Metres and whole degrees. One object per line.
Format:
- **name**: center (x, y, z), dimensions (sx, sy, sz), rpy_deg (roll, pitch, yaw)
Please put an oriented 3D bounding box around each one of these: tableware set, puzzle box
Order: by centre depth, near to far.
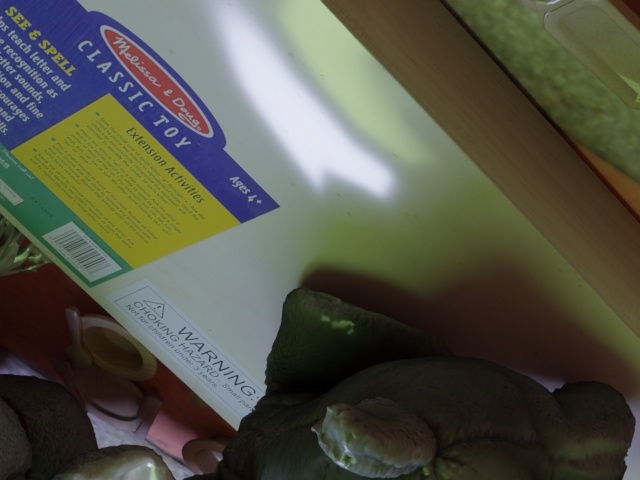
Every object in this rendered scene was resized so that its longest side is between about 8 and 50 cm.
- **puzzle box**: center (0.000, 0.000, 0.715), dimensions (0.409, 0.052, 0.272), rpy_deg (45, 142, -20)
- **tableware set**: center (-0.087, 0.096, 0.921), dimensions (0.168, 0.020, 0.141), rpy_deg (23, 144, 9)

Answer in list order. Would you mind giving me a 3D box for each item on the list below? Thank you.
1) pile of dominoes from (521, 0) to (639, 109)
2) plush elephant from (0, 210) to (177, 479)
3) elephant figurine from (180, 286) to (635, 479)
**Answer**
- **pile of dominoes**: center (0.139, -0.123, 0.499), dimensions (0.251, 0.040, 0.196), rpy_deg (39, 144, -26)
- **plush elephant**: center (-0.227, 0.141, 0.874), dimensions (0.272, 0.330, 0.255), rpy_deg (36, 170, 33)
- **elephant figurine**: center (0.005, 0.110, 0.684), dimensions (0.239, 0.169, 0.186), rpy_deg (12, 114, 48)
